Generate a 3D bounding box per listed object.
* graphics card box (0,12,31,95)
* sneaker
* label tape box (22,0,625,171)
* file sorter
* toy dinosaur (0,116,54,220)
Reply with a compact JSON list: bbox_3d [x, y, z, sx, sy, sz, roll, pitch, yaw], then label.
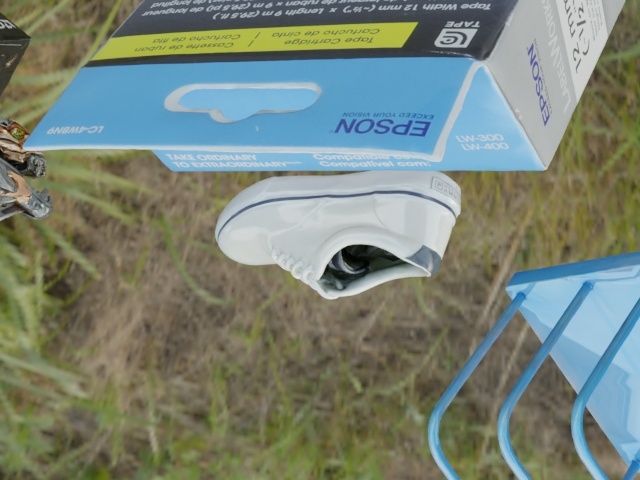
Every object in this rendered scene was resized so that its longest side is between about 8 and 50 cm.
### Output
[{"bbox_3d":[-0.521,-0.236,1.662,0.371,0.094,0.233,39,111,14],"label":"graphics card box"},{"bbox_3d":[0.000,0.000,1.263,0.258,0.091,0.094,-11,143,44],"label":"sneaker"},{"bbox_3d":[0.024,-0.115,0.892,0.249,0.347,0.115,2,130,27],"label":"label tape box"},{"bbox_3d":[0.148,0.079,0.607,0.170,0.104,0.118,-13,120,49],"label":"file sorter"},{"bbox_3d":[-0.319,0.015,0.920,0.322,0.164,0.218,-16,83,-9],"label":"toy dinosaur"}]
